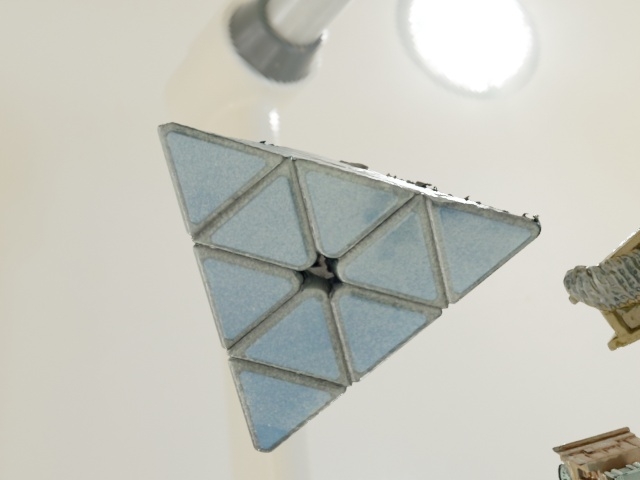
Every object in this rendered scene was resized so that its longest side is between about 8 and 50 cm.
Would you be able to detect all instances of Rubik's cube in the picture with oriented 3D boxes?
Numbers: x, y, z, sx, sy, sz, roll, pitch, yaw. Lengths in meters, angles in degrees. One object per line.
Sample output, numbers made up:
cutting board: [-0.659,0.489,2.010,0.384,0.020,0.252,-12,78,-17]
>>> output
Rubik's cube: [0.002,0.000,1.093,0.233,0.229,0.228,-28,-107,-28]

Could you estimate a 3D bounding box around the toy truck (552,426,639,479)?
toy truck: [0.275,0.266,1.142,0.080,0.115,0.177,-14,-82,-12]

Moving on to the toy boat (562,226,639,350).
toy boat: [0.340,-0.020,1.008,0.089,0.321,0.121,57,-161,4]
